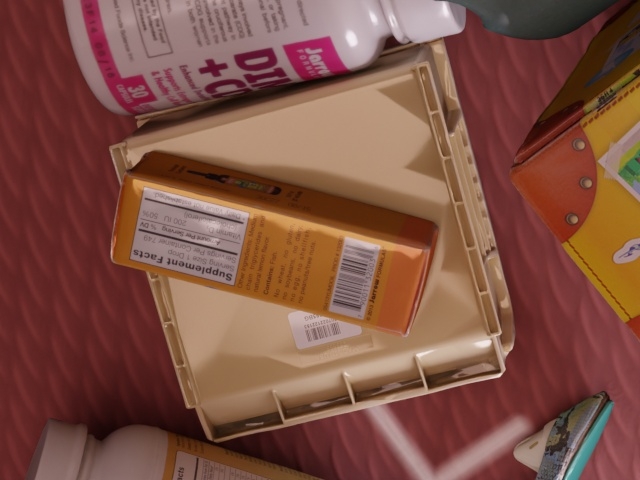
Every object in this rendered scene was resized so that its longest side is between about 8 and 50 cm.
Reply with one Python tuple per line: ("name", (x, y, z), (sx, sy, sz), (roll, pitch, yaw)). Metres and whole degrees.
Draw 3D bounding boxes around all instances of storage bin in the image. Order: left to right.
("storage bin", (0.000, 0.000, 1.557), (0.262, 0.123, 0.260), (-14, 100, 10))

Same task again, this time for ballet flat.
("ballet flat", (0.178, 0.201, 1.607), (0.070, 0.070, 0.188), (22, 100, 3))

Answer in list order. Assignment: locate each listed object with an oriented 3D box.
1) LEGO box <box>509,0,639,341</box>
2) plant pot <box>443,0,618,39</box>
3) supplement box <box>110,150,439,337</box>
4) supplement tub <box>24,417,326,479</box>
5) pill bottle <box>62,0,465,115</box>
("LEGO box", (0.402, -0.171, 1.287), (0.500, 0.372, 0.193), (-37, 96, 27))
("plant pot", (0.187, -0.317, 1.208), (0.341, 0.341, 0.334), (46, 131, -3))
("supplement box", (-0.034, 0.001, 1.459), (0.233, 0.078, 0.080), (16, 107, 5))
("supplement tub", (-0.095, 0.278, 1.548), (0.316, 0.228, 0.228), (18, 104, -8))
("pill bottle", (-0.041, -0.197, 1.494), (0.283, 0.160, 0.160), (-10, 100, 14))
